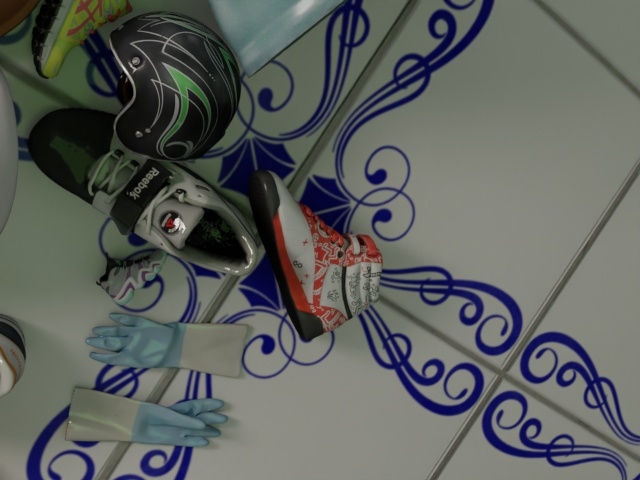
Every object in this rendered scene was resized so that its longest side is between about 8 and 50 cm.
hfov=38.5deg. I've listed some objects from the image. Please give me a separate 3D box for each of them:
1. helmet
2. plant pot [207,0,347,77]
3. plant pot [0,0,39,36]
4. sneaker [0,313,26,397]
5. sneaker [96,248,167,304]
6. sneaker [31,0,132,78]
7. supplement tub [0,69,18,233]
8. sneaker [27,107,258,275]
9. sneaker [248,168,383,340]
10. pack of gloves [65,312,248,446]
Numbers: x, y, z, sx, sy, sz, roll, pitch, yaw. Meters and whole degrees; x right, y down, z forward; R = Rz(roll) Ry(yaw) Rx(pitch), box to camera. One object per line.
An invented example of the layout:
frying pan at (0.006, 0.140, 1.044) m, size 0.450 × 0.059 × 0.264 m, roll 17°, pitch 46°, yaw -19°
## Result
helmet at (-0.180, -0.194, 1.115) m, size 0.169 × 0.169 × 0.161 m, roll 8°, pitch 123°, yaw -24°
plant pot at (-0.030, -0.359, 1.080) m, size 0.293 × 0.293 × 0.196 m, roll -40°, pitch 101°, yaw -7°
plant pot at (-0.413, -0.337, 0.962) m, size 0.291 × 0.203 × 0.290 m, roll -6°, pitch 107°, yaw -21°
sneaker at (-0.523, 0.149, 1.104) m, size 0.321 × 0.127 × 0.126 m, roll -5°, pitch 108°, yaw -19°
sneaker at (-0.257, 0.033, 1.222) m, size 0.098 × 0.038 × 0.069 m, roll -47°, pitch 117°, yaw -4°
sneaker at (-0.275, -0.282, 1.103) m, size 0.094 × 0.081 × 0.208 m, roll 25°, pitch 98°, yaw -34°
supplement tub at (-0.502, -0.095, 0.949) m, size 0.316 × 0.228 × 0.228 m, roll -2°, pitch 107°, yaw -37°
sneaker at (-0.208, -0.058, 1.160) m, size 0.331 × 0.146 × 0.122 m, roll 30°, pitch 94°, yaw -25°
sneaker at (0.000, 0.000, 1.290) m, size 0.145 × 0.090 × 0.270 m, roll -24°, pitch 116°, yaw -15°
pack of gloves at (-0.223, 0.205, 1.283) m, size 0.232 × 0.046 × 0.195 m, roll 8°, pitch 103°, yaw -24°
